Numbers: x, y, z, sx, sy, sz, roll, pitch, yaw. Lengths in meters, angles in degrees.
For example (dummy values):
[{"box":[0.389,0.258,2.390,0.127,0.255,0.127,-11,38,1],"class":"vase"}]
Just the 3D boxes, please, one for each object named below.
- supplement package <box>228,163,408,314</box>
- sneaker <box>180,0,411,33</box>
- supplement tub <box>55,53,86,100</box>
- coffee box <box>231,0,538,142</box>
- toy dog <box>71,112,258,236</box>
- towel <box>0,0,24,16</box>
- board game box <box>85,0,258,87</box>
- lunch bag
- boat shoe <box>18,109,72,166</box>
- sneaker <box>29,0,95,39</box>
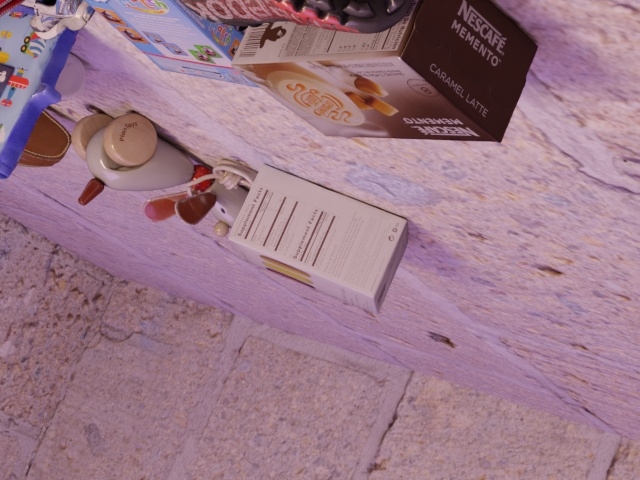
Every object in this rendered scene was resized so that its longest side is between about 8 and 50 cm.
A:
[{"box":[0.000,0.000,1.790,0.244,0.134,0.139,22,168,11],"class":"supplement package"},{"box":[-0.044,-0.228,0.958,0.276,0.097,0.135,22,168,19],"class":"sneaker"},{"box":[-0.390,-0.236,1.669,0.071,0.071,0.107,31,166,-30],"class":"supplement tub"},{"box":[0.052,-0.166,1.039,0.141,0.098,0.246,32,166,-36],"class":"coffee box"},{"box":[-0.268,-0.082,1.885,0.333,0.161,0.220,26,168,-10],"class":"toy dog"},{"box":[-0.500,-0.313,1.335,0.275,0.199,0.031,23,127,7],"class":"towel"},{"box":[-0.173,-0.246,1.274,0.160,0.039,0.211,15,166,34],"class":"board game box"},{"box":[-0.437,-0.199,1.547,0.293,0.221,0.138,12,164,44],"class":"lunch bag"},{"box":[-0.573,-0.229,1.942,0.324,0.122,0.120,29,162,-22],"class":"boat shoe"},{"box":[-0.323,-0.286,1.394,0.058,0.052,0.135,42,153,-30],"class":"sneaker"}]
